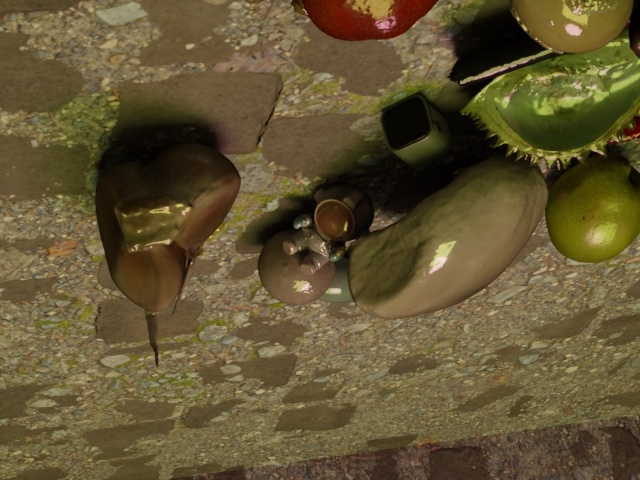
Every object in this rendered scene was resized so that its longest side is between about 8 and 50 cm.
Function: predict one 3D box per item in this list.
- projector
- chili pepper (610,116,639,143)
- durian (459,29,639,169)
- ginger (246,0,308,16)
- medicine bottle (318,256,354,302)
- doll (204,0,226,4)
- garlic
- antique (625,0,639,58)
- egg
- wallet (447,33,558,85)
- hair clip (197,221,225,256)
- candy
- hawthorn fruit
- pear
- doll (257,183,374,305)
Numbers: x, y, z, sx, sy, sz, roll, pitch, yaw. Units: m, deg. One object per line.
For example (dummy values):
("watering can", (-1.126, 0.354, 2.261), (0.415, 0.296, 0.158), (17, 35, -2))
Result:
("projector", (0.154, -0.173, 1.989), (0.083, 0.083, 0.082), (-24, 152, 22))
("chili pepper", (0.516, -0.193, 2.164), (0.268, 0.059, 0.050), (-12, 116, 5))
("durian", (0.423, -0.247, 1.989), (0.394, 0.163, 0.198), (-23, 114, 11))
("ginger", (-0.021, -0.326, 1.650), (0.173, 0.051, 0.069), (15, 138, -36))
("medicine bottle", (0.029, 0.077, 2.431), (0.217, 0.090, 0.090), (0, 151, -24))
("doll", (-0.137, -0.352, 1.526), (0.161, 0.059, 0.160), (-15, 153, 4))
("garlic", (-0.229, -0.012, 1.975), (0.231, 0.246, 0.340), (-18, 141, -15))
("antique", (0.557, -0.309, 1.824), (0.257, 0.143, 0.121), (3, 138, -30))
("egg", (0.330, -0.336, 1.655), (0.164, 0.164, 0.201), (-26, 137, 25))
("wallet", (0.307, -0.284, 1.824), (0.250, 0.044, 0.149), (-18, -171, 14))
("hair clip", (-0.204, -0.025, 2.153), (0.046, 0.072, 0.173), (-4, 162, -25))
("candy", (0.243, -0.004, 2.148), (0.386, 0.186, 0.427), (-42, 169, 31))
("hawthorn fruit", (0.050, -0.352, 1.484), (0.197, 0.196, 0.225), (-17, 138, 8))
("pear", (0.514, -0.064, 2.285), (0.187, 0.187, 0.219), (2, 130, -27))
("doll", (0.000, 0.000, 2.224), (0.151, 0.151, 0.287), (7, 142, -35))
